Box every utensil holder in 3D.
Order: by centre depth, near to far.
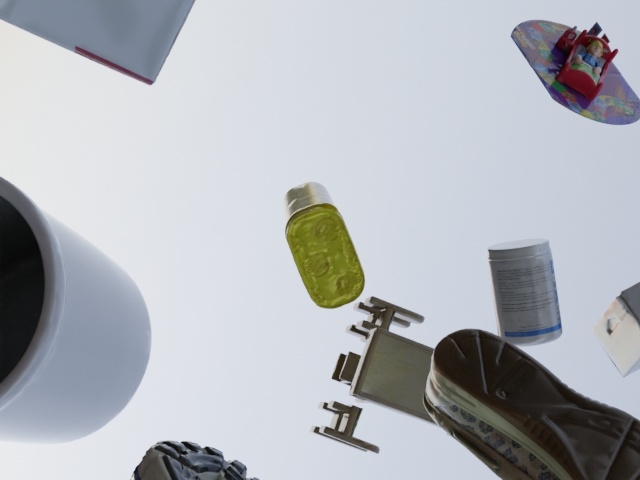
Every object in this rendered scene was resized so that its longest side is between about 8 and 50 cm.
[{"bbox_3d":[-0.429,0.110,1.467,0.385,0.327,0.328,57,54,-72],"label":"utensil holder"}]

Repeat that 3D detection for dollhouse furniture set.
[{"bbox_3d":[0.113,0.208,1.608,0.242,0.161,0.212,143,-32,-76],"label":"dollhouse furniture set"}]

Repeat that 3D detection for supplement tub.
[{"bbox_3d":[0.220,0.056,1.189,0.071,0.071,0.107,2,-77,59],"label":"supplement tub"}]

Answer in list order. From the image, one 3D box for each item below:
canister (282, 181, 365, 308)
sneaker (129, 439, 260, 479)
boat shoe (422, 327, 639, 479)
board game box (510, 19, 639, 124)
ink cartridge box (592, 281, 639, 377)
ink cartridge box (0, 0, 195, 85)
[{"bbox_3d":[0.000,0.000,1.380,0.073,0.126,0.170,-22,-164,1],"label":"canister"},{"bbox_3d":[-0.040,0.287,0.691,0.147,0.130,0.330,-51,-124,14],"label":"sneaker"},{"bbox_3d":[0.211,0.188,0.950,0.285,0.104,0.089,40,-42,27],"label":"boat shoe"},{"bbox_3d":[0.285,-0.195,1.189,0.033,0.133,0.169,-60,-138,41],"label":"board game box"},{"bbox_3d":[0.527,0.099,1.626,0.093,0.212,0.154,61,-15,23],"label":"ink cartridge box"},{"bbox_3d":[-0.394,-0.375,1.458,0.384,0.279,0.160,32,-82,36],"label":"ink cartridge box"}]
